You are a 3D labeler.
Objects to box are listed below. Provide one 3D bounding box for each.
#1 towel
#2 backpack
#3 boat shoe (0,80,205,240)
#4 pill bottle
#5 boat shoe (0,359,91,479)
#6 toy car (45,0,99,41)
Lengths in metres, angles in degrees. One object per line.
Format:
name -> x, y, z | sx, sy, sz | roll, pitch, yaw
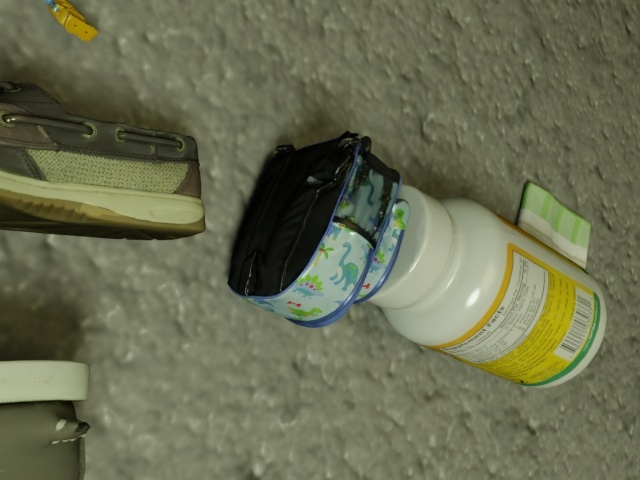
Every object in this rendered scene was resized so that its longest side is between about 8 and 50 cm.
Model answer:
towel -> 0.228, 0.032, 0.702 | 0.113, 0.023, 0.152 | 28, 69, -34
backpack -> 0.000, 0.000, 0.470 | 0.084, 0.105, 0.114 | 34, 71, -30
boat shoe -> -0.158, -0.046, 0.369 | 0.223, 0.080, 0.073 | 10, 74, -43
pill bottle -> 0.119, 0.036, 0.553 | 0.208, 0.117, 0.117 | 25, 71, -35
boat shoe -> -0.236, 0.097, 0.269 | 0.305, 0.109, 0.091 | 5, 78, -42
toy car -> -0.190, -0.116, 0.384 | 0.040, 0.060, 0.122 | 46, 26, 25
